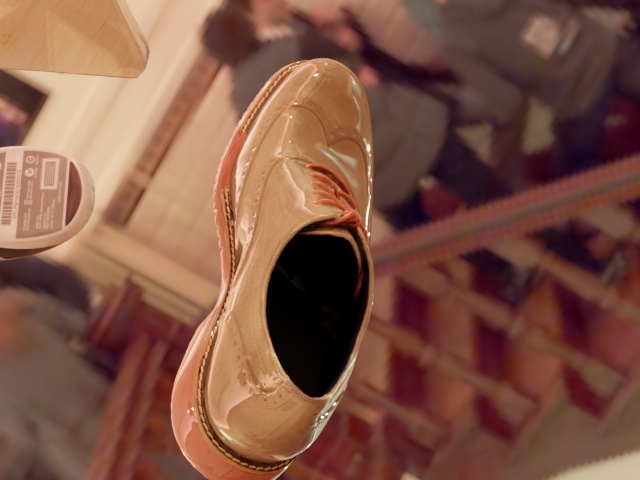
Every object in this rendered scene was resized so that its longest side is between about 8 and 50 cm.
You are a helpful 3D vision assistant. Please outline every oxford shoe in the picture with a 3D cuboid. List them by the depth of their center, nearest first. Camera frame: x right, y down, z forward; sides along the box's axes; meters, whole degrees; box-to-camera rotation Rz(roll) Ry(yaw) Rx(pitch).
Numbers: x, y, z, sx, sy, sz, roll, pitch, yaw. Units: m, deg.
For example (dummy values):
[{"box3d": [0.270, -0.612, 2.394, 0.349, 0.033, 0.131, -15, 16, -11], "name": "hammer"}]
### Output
[{"box3d": [0.000, 0.000, 1.284, 0.130, 0.123, 0.348, -39, 34, 46], "name": "oxford shoe"}]

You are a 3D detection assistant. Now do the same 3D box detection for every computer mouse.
[{"box3d": [-0.228, -0.016, 1.122, 0.042, 0.193, 0.106, 86, -175, -63], "name": "computer mouse"}]

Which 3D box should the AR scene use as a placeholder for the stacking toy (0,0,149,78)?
[{"box3d": [-0.195, -0.154, 0.625, 0.130, 0.309, 0.279, -88, -7, -69], "name": "stacking toy"}]
